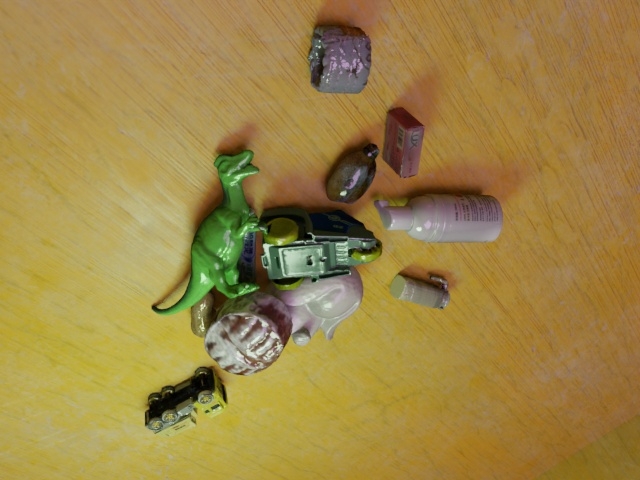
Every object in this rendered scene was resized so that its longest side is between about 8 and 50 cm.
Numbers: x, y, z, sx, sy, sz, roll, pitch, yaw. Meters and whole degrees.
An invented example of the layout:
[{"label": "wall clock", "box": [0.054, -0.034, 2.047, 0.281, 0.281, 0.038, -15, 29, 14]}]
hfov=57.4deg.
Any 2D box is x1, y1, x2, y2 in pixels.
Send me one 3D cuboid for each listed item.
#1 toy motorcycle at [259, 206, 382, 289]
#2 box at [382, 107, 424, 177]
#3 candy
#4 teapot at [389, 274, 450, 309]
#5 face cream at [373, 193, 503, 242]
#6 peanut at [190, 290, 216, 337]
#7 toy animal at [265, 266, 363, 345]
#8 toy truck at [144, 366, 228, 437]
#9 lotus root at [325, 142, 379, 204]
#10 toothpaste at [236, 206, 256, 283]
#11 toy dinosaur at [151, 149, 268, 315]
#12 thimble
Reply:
[{"label": "toy motorcycle", "box": [0.000, 0.000, 1.616, 0.327, 0.200, 0.191, -6, 128, -1]}, {"label": "box", "box": [0.216, -0.254, 1.538, 0.060, 0.111, 0.156, -12, 130, -20]}, {"label": "candy", "box": [-0.206, 0.267, 1.647, 0.214, 0.157, 0.289, 36, 129, -11]}, {"label": "teapot", "box": [0.335, 0.157, 1.914, 0.200, 0.077, 0.107, 17, 99, -28]}, {"label": "face cream", "box": [0.332, -0.064, 1.699, 0.370, 0.145, 0.145, -1, 126, -17]}, {"label": "peanut", "box": [-0.342, 0.213, 1.723, 0.080, 0.080, 0.174, -2, 125, -17]}, {"label": "toy animal", "box": [0.006, 0.171, 1.729, 0.265, 0.206, 0.271, -34, 126, 13]}, {"label": "toy truck", "box": [-0.431, 0.544, 1.910, 0.272, 0.124, 0.157, -29, 129, 4]}, {"label": "lotus root", "box": [0.092, -0.179, 1.569, 0.113, 0.088, 0.192, 11, 122, -44]}, {"label": "toothpaste", "box": [-0.211, 0.034, 1.655, 0.075, 0.048, 0.296, -3, 129, -16]}, {"label": "toy dinosaur", "box": [-0.335, 0.000, 1.550, 0.500, 0.144, 0.374, -14, 96, 28]}, {"label": "thimble", "box": [0.042, -0.415, 1.348, 0.118, 0.127, 0.151, -4, 121, -18]}]
